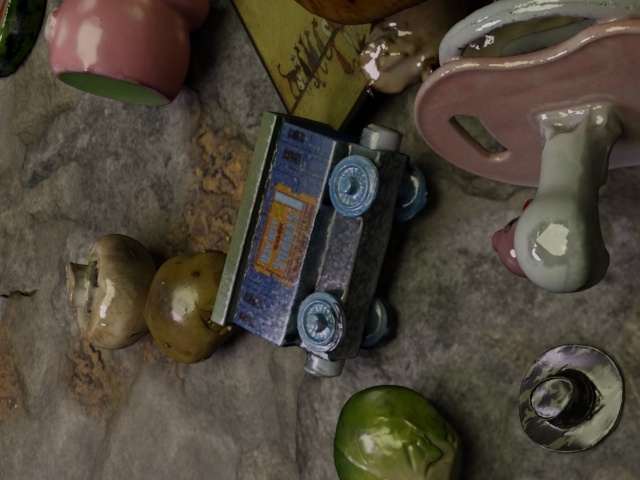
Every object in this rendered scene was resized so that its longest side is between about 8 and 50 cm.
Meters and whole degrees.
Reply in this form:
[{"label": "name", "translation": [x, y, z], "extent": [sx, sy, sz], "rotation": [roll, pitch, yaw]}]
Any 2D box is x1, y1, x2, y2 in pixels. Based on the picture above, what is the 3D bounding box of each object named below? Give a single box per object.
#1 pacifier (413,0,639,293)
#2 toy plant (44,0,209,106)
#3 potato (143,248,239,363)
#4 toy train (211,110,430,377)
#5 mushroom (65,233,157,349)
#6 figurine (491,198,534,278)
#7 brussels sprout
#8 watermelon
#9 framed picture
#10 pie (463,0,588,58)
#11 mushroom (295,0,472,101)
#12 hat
[{"label": "pacifier", "translation": [0.241, -0.099, 0.918], "extent": [0.332, 0.220, 0.273], "rotation": [-7, 96, 37]}, {"label": "toy plant", "translation": [-0.244, -0.373, 1.349], "extent": [0.317, 0.211, 0.356], "rotation": [162, 127, -78]}, {"label": "potato", "translation": [-0.165, 0.086, 1.290], "extent": [0.176, 0.137, 0.137], "rotation": [-49, 57, 29]}, {"label": "toy train", "translation": [0.000, 0.000, 1.154], "extent": [0.202, 0.131, 0.299], "rotation": [23, 102, 36]}, {"label": "mushroom", "translation": [-0.296, 0.073, 1.385], "extent": [0.166, 0.127, 0.166], "rotation": [-174, 90, -71]}, {"label": "figurine", "translation": [0.223, 0.006, 1.028], "extent": [0.083, 0.071, 0.067], "rotation": [31, 145, 45]}, {"label": "brussels sprout", "translation": [0.084, 0.228, 1.077], "extent": [0.155, 0.117, 0.155], "rotation": [7, 106, 27]}, {"label": "watermelon", "translation": [-0.529, -0.393, 1.698], "extent": [0.119, 0.063, 0.245], "rotation": [22, 98, 52]}, {"label": "framed picture", "translation": [-0.018, -0.295, 1.241], "extent": [0.255, 0.014, 0.338], "rotation": [-55, 52, 45]}, {"label": "pie", "translation": [0.182, -0.336, 1.099], "extent": [0.315, 0.092, 0.315], "rotation": [-8, 77, 39]}, {"label": "mushroom", "translation": [0.080, -0.331, 1.017], "extent": [0.345, 0.259, 0.345], "rotation": [-24, 36, 19]}, {"label": "hat", "translation": [0.245, 0.158, 0.999], "extent": [0.121, 0.050, 0.121], "rotation": [-8, 76, 36]}]
